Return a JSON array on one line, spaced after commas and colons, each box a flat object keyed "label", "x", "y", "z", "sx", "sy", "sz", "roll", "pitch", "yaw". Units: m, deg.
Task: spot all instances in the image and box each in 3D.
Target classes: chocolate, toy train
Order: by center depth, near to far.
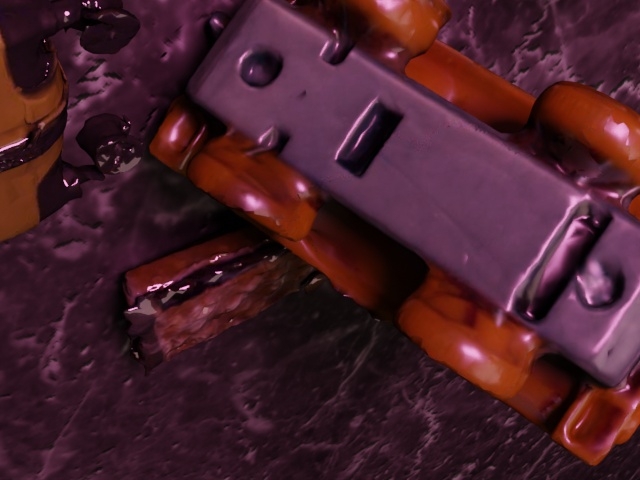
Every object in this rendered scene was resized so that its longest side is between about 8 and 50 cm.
[{"label": "toy train", "x": 0.083, "y": -0.017, "z": 0.618, "sx": 0.163, "sy": 0.369, "sz": 0.231, "roll": -55, "pitch": 163, "yaw": 0}, {"label": "chocolate", "x": -0.003, "y": -0.006, "z": 0.777, "sx": 0.329, "sy": 0.065, "sz": 0.102, "roll": -25, "pitch": 153, "yaw": -21}]

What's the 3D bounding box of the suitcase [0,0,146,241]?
[{"label": "suitcase", "x": -0.214, "y": -0.067, "z": 0.422, "sx": 0.235, "sy": 0.194, "sz": 0.143, "roll": -23, "pitch": 148, "yaw": -23}]
